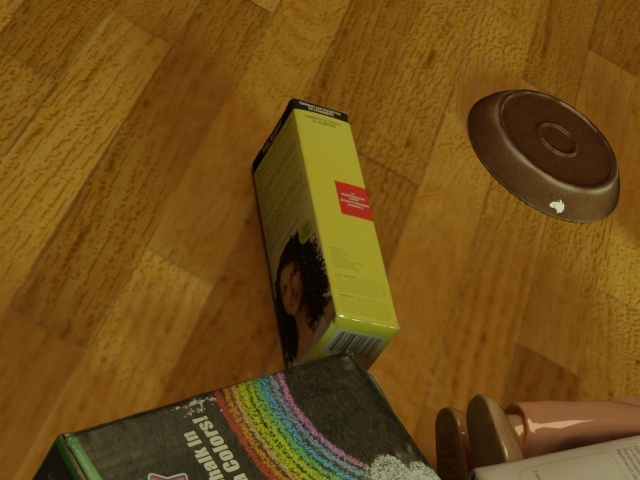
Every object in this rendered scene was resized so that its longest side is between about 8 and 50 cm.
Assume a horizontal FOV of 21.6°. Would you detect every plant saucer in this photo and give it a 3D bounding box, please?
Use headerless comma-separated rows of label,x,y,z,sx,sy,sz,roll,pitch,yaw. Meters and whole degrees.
plant saucer,0.221,-0.089,1.608,0.168,0.029,0.168,18,41,-17

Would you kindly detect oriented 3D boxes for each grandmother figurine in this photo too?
grandmother figurine,0.261,0.148,1.259,0.342,0.208,0.104,-3,86,-19

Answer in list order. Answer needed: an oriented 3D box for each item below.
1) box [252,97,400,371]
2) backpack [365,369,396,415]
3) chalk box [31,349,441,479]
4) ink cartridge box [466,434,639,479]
box,0.000,0.000,1.316,0.058,0.087,0.232,13,42,-24
backpack,0.005,0.145,1.162,0.105,0.084,0.114,2,50,-47
chalk box,-0.077,0.209,0.973,0.289,0.179,0.180,-13,58,-41
ink cartridge box,0.318,0.255,1.110,0.395,0.151,0.270,-10,44,-18
